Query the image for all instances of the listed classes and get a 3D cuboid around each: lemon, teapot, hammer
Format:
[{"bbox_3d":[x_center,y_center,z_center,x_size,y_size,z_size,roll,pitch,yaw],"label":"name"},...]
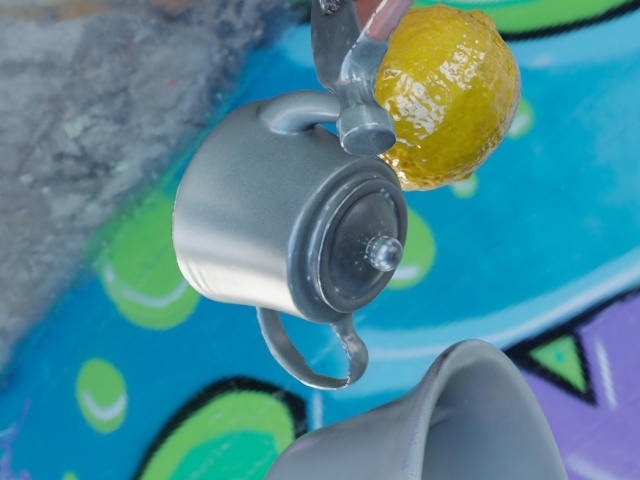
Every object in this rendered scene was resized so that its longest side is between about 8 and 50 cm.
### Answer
[{"bbox_3d":[0.088,-0.115,1.026,0.187,0.142,0.142,-47,155,-7],"label":"lemon"},{"bbox_3d":[0.000,0.000,0.900,0.162,0.149,0.239,-21,122,-47],"label":"teapot"},{"bbox_3d":[0.076,-0.161,0.532,0.033,0.111,0.287,5,147,-33],"label":"hammer"}]

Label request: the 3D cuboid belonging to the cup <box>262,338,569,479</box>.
[{"bbox_3d":[0.056,0.245,0.769,0.163,0.347,0.347,-13,162,25],"label":"cup"}]
